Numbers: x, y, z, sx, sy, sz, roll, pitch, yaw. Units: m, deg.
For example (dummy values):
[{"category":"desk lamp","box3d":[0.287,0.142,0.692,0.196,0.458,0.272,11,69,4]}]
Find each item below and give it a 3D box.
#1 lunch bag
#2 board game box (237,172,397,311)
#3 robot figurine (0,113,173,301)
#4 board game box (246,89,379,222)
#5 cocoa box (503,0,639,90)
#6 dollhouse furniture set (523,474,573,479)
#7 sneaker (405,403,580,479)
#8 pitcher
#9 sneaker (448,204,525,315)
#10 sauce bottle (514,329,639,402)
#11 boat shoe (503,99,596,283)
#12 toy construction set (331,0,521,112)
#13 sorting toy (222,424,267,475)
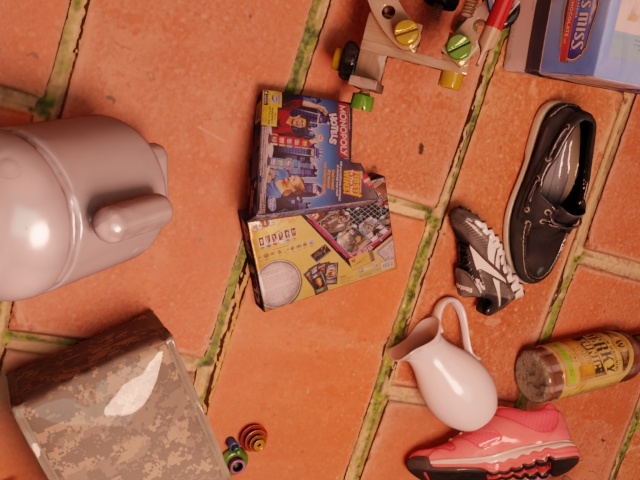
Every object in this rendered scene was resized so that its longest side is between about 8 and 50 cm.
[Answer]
[{"category":"lunch bag","box3d":[-0.283,0.284,1.173,0.235,0.169,0.287,-24,109,-18]},{"category":"board game box","box3d":[0.000,0.000,1.298,0.243,0.042,0.165,-17,111,-21]},{"category":"robot figurine","box3d":[-0.328,-0.045,0.983,0.353,0.300,0.199,-26,118,-60]},{"category":"board game box","box3d":[-0.008,-0.116,1.226,0.194,0.060,0.194,6,80,-20]},{"category":"cocoa box","box3d":[0.526,-0.365,1.339,0.347,0.228,0.231,3,103,-27]},{"category":"dollhouse furniture set","box3d":[0.391,0.541,1.493,0.198,0.303,0.286,42,85,-30]},{"category":"sneaker","box3d":[0.314,0.380,1.510,0.314,0.136,0.116,-9,142,6]},{"category":"pitcher","box3d":[0.239,0.221,1.443,0.178,0.125,0.207,-47,108,-24]},{"category":"sneaker","box3d":[0.275,0.046,1.423,0.106,0.078,0.234,-42,120,-12]},{"category":"sauce bottle","box3d":[0.551,0.235,1.594,0.344,0.111,0.111,-10,109,-25]},{"category":"boat shoe","box3d":[0.423,-0.074,1.438,0.127,0.113,0.340,8,101,-28]},{"category":"toy construction set","box3d":[0.152,-0.279,1.150,0.257,0.309,0.237,19,96,-21]},{"category":"sorting toy","box3d":[-0.127,0.352,1.338,0.061,0.042,0.102,37,87,-29]}]
